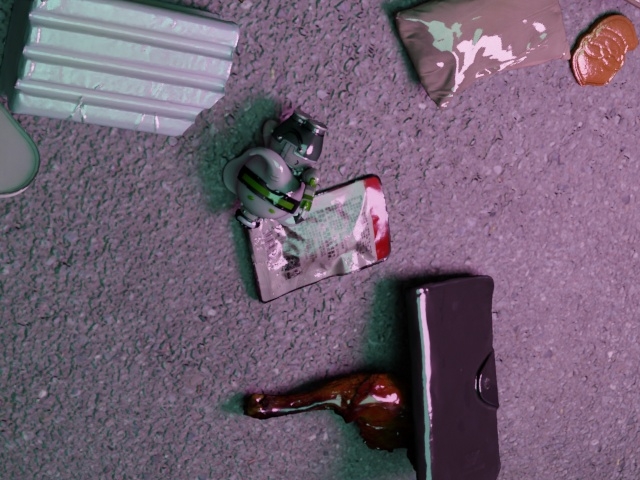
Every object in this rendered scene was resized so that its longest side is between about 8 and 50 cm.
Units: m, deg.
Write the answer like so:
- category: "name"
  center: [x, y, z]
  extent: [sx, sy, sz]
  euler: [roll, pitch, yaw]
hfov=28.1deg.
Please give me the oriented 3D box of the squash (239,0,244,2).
- category: "squash"
  center: [-0.161, -0.451, 1.691]
  extent: [0.080, 0.071, 0.318]
  euler: [-39, 122, -3]

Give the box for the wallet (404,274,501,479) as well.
- category: "wallet"
  center: [0.223, 0.247, 2.113]
  extent: [0.197, 0.051, 0.378]
  euler: [-8, 97, -41]

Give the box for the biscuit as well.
- category: "biscuit"
  center: [0.460, -0.307, 2.075]
  extent: [0.130, 0.019, 0.102]
  euler: [-49, 122, 3]

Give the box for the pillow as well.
- category: "pillow"
  center: [0.251, -0.312, 1.949]
  extent: [0.270, 0.067, 0.173]
  euler: [-24, 115, -14]

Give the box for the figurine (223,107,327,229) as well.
- category: "figurine"
  center: [-0.063, -0.098, 1.874]
  extent: [0.147, 0.126, 0.192]
  euler: [33, 105, 3]

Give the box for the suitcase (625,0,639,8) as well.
- category: "suitcase"
  center: [0.490, -0.541, 1.887]
  extent: [0.339, 0.194, 0.352]
  euler: [25, 100, -16]

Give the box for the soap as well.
- category: "soap"
  center: [-0.272, -0.244, 1.720]
  extent: [0.289, 0.095, 0.173]
  euler: [6, 109, -27]

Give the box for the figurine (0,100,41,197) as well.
- category: "figurine"
  center: [-0.500, -0.113, 1.688]
  extent: [0.250, 0.141, 0.166]
  euler: [36, 58, -3]

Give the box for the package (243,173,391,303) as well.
- category: "package"
  center: [0.000, 0.000, 1.993]
  extent: [0.239, 0.030, 0.154]
  euler: [-19, 118, -17]

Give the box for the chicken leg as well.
- category: "chicken leg"
  center: [0.066, 0.280, 2.119]
  extent: [0.407, 0.096, 0.158]
  euler: [15, 123, -29]
